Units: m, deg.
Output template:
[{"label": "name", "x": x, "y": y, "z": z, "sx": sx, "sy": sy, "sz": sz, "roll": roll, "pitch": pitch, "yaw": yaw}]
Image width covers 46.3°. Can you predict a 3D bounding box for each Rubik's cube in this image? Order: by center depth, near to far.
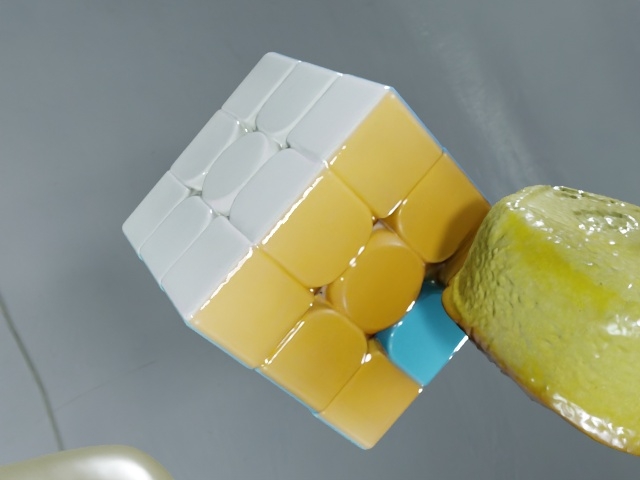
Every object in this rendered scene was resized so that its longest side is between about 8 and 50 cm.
[{"label": "Rubik's cube", "x": 0.000, "y": 0.000, "z": 0.853, "sx": 0.291, "sy": 0.290, "sz": 0.292, "roll": -49, "pitch": 124, "yaw": -3}]

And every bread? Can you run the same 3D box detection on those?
[{"label": "bread", "x": 0.245, "y": 0.060, "z": 0.634, "sx": 0.270, "sy": 0.148, "sz": 0.270, "roll": 14, "pitch": 27, "yaw": -8}]

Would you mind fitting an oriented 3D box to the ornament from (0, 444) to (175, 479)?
[{"label": "ornament", "x": -0.160, "y": 0.134, "z": 0.287, "sx": 0.230, "sy": 0.245, "sz": 0.061, "roll": -3, "pitch": 122, "yaw": -31}]
